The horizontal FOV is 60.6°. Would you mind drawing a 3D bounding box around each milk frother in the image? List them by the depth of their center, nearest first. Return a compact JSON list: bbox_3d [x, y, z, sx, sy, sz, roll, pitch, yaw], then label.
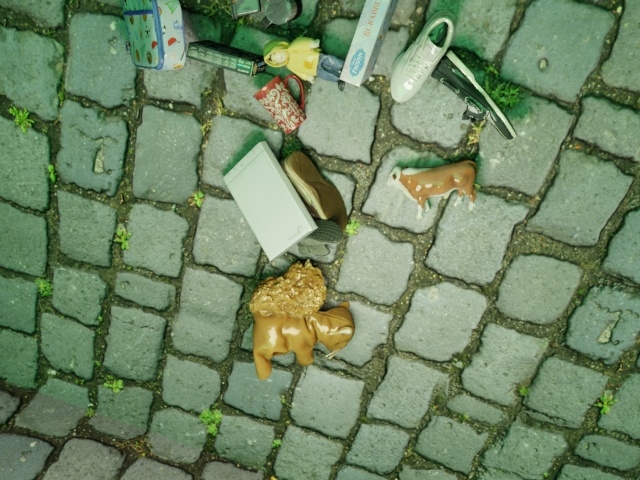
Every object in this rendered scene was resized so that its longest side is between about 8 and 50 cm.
[{"bbox_3d":[-0.100,-0.690,1.716,0.143,0.135,0.129,35,120,-4],"label":"milk frother"}]

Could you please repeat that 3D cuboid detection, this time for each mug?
[{"bbox_3d":[-0.117,-0.461,1.830,0.150,0.113,0.169,-32,106,22],"label":"mug"}]

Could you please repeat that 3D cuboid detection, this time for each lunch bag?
[{"bbox_3d":[-0.536,-0.671,1.744,0.303,0.114,0.243,26,127,48],"label":"lunch bag"}]

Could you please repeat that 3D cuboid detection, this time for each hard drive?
[{"bbox_3d":[-0.184,-0.134,1.920,0.233,0.047,0.353,-36,82,35],"label":"hard drive"}]

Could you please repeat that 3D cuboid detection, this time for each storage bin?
[{"bbox_3d":[-0.242,-0.777,1.737,0.091,0.098,0.135,-8,111,3],"label":"storage bin"}]

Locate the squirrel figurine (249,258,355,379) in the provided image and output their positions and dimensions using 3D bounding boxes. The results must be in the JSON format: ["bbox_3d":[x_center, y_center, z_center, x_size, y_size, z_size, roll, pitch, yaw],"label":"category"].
[{"bbox_3d":[-0.062,0.285,2.044,0.370,0.281,0.397,-5,114,5],"label":"squirrel figurine"}]

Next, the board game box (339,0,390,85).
[{"bbox_3d":[0.159,-0.628,1.596,0.065,0.319,0.318,22,114,3],"label":"board game box"}]

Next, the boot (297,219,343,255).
[{"bbox_3d":[0.000,0.000,1.963,0.246,0.084,0.161,7,152,34],"label":"boot"}]

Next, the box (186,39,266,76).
[{"bbox_3d":[-0.298,-0.593,1.772,0.220,0.175,0.051,17,115,3],"label":"box"}]

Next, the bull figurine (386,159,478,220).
[{"bbox_3d":[0.380,-0.179,1.859,0.310,0.101,0.189,-8,114,16],"label":"bull figurine"}]

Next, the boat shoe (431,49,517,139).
[{"bbox_3d":[0.477,-0.431,1.722,0.113,0.127,0.340,-39,99,23],"label":"boat shoe"}]

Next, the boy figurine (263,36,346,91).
[{"bbox_3d":[-0.044,-0.579,1.751,0.285,0.092,0.177,17,153,-5],"label":"boy figurine"}]

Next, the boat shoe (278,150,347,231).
[{"bbox_3d":[-0.033,-0.160,1.949,0.123,0.123,0.342,-14,124,48],"label":"boat shoe"}]

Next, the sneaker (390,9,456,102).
[{"bbox_3d":[0.306,-0.564,1.685,0.114,0.152,0.305,29,116,-4],"label":"sneaker"}]
